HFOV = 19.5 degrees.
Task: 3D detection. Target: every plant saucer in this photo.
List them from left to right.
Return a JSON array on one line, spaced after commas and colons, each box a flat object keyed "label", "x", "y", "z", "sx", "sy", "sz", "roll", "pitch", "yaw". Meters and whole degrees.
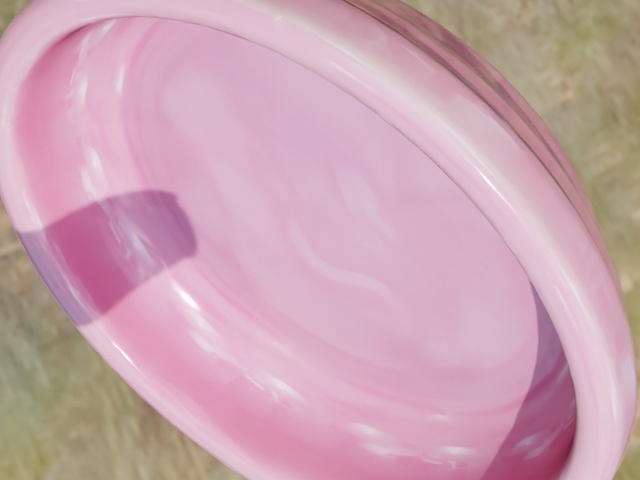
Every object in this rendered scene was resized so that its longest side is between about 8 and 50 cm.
[{"label": "plant saucer", "x": 0.000, "y": 0.000, "z": 0.840, "sx": 0.084, "sy": 0.332, "sz": 0.332, "roll": -51, "pitch": 172, "yaw": -33}]
